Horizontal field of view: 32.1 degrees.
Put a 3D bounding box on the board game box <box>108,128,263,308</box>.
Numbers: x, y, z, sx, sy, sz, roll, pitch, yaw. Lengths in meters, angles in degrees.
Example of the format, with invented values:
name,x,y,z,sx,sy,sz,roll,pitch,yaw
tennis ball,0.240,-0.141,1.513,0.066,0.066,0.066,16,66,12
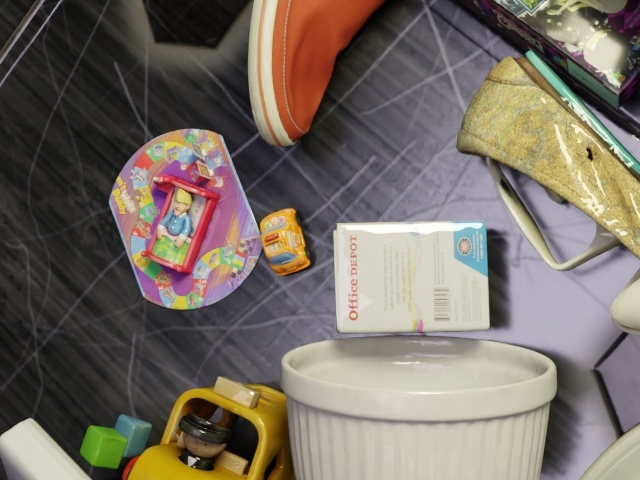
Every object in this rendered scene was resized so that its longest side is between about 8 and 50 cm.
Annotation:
name,x,y,z,sx,sy,sz,roll,pitch,yaw
board game box,-0.133,-0.021,1.018,0.133,0.033,0.168,-26,77,17

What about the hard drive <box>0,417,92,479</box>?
name,x,y,z,sx,sy,sz,roll,pitch,yaw
hard drive,-0.142,0.300,0.897,0.040,0.203,0.307,-35,55,-29

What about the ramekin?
name,x,y,z,sx,sy,sz,roll,pitch,yaw
ramekin,0.072,0.142,0.839,0.207,0.207,0.109,3,97,22

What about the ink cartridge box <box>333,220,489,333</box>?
name,x,y,z,sx,sy,sz,roll,pitch,yaw
ink cartridge box,0.071,0.031,0.903,0.123,0.052,0.088,-1,85,-2

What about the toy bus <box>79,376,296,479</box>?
name,x,y,z,sx,sy,sz,roll,pitch,yaw
toy bus,-0.079,0.166,0.903,0.202,0.191,0.104,24,95,65

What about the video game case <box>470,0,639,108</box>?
name,x,y,z,sx,sy,sz,roll,pitch,yaw
video game case,0.226,-0.253,0.871,0.210,0.042,0.232,41,89,20

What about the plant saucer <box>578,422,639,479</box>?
name,x,y,z,sx,sy,sz,roll,pitch,yaw
plant saucer,0.339,0.300,0.773,0.401,0.100,0.400,-2,85,21

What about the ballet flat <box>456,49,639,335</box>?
name,x,y,z,sx,sy,sz,roll,pitch,yaw
ballet flat,0.234,0.000,0.832,0.123,0.123,0.348,-48,66,11

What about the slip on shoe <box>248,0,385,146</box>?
name,x,y,z,sx,sy,sz,roll,pitch,yaw
slip on shoe,0.024,-0.233,0.934,0.101,0.123,0.331,21,89,18

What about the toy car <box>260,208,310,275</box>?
name,x,y,z,sx,sy,sz,roll,pitch,yaw
toy car,0.000,0.000,0.960,0.122,0.040,0.060,-1,85,22
